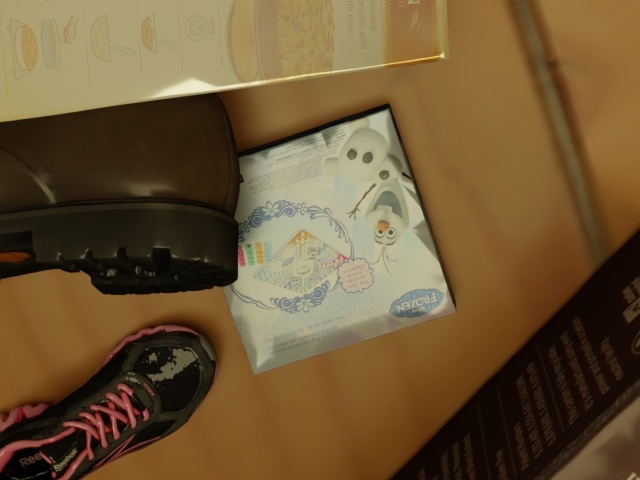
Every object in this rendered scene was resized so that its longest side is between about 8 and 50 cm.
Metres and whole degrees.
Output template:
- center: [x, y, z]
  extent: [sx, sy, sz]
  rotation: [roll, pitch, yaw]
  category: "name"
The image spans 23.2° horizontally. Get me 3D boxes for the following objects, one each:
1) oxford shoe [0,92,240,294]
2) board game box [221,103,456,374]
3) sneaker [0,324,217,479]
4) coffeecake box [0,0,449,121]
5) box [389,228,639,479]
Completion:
- center: [-0.141, -0.030, 0.625]
  extent: [0.227, 0.083, 0.096]
  rotation: [0, 78, 8]
  category: "oxford shoe"
- center: [0.000, 0.000, 0.644]
  extent: [0.090, 0.020, 0.090]
  rotation: [-17, 101, 7]
  category: "board game box"
- center: [-0.095, 0.079, 0.651]
  extent: [0.119, 0.057, 0.047]
  rotation: [-32, 99, 9]
  category: "sneaker"
- center: [-0.052, -0.125, 0.548]
  extent: [0.185, 0.068, 0.142]
  rotation: [-10, 105, -25]
  category: "coffeecake box"
- center: [0.078, 0.199, 0.633]
  extent: [0.191, 0.143, 0.381]
  rotation: [42, 101, -8]
  category: "box"
